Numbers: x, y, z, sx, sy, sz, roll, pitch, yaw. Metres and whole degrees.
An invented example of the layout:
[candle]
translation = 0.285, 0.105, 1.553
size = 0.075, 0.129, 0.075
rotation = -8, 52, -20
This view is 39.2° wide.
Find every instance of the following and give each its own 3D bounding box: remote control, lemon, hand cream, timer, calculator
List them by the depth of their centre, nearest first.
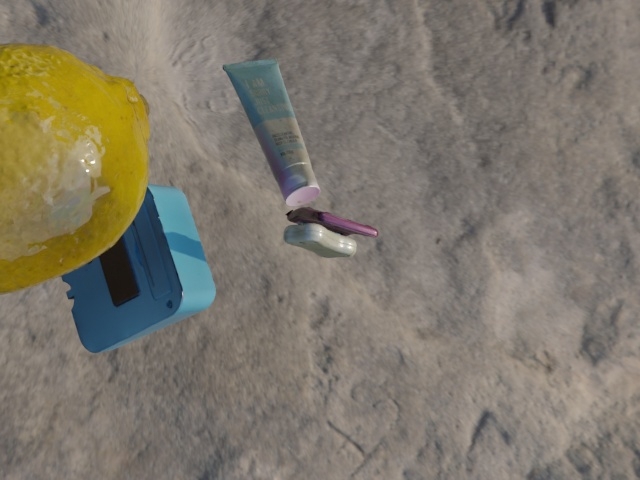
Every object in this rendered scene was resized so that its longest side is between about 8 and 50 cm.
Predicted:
[lemon]
translation = -0.255, -0.058, 0.742
size = 0.260, 0.204, 0.204
rotation = -33, 106, -24
[remote control]
translation = 0.000, 0.000, 1.413
size = 0.122, 0.074, 0.032
rotation = 24, 68, -49
[timer]
translation = -0.320, 0.047, 1.506
size = 0.249, 0.091, 0.232
rotation = -24, 78, 26
[hand cream]
translation = -0.080, -0.214, 1.660
size = 0.111, 0.070, 0.312
rotation = -14, 68, -21
[calculator]
translation = 0.022, -0.034, 1.674
size = 0.126, 0.190, 0.034
rotation = 18, 85, -21
